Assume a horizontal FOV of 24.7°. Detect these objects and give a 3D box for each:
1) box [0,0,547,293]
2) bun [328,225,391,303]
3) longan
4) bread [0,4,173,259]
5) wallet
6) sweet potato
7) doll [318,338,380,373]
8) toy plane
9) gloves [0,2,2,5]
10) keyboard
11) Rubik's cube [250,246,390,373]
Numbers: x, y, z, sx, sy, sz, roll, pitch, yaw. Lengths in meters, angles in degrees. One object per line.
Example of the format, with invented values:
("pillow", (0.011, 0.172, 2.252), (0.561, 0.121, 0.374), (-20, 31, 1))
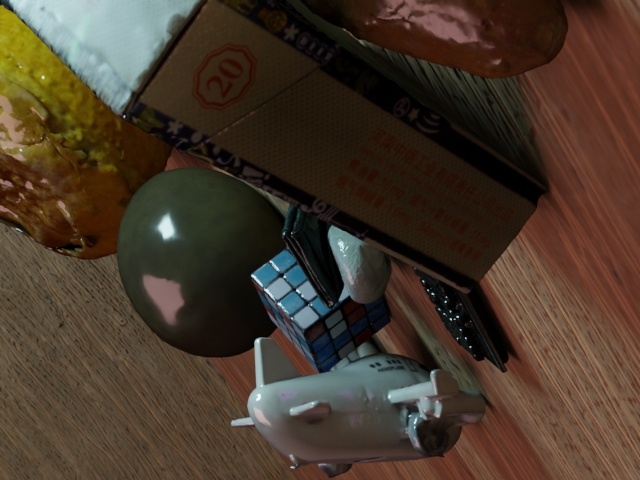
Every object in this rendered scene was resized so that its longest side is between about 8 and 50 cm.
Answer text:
("box", (-0.031, -0.092, 0.804), (0.310, 0.084, 0.198), (26, -166, -50))
("bun", (0.036, 0.016, 1.265), (0.083, 0.045, 0.083), (-24, -90, -88))
("longan", (-0.125, 0.024, 1.601), (0.220, 0.197, 0.196), (65, 167, -10))
("bread", (-0.348, -0.136, 1.797), (0.358, 0.204, 0.337), (-4, 131, 52))
("wallet", (0.000, 0.000, 1.317), (0.088, 0.026, 0.129), (59, -163, -19))
("sweet potato", (-0.011, -0.177, 0.744), (0.354, 0.095, 0.106), (48, 141, 28))
("doll", (0.031, 0.139, 1.623), (0.227, 0.075, 0.102), (58, -173, 25))
("toy plane", (0.035, 0.160, 1.383), (0.252, 0.252, 0.118), (97, 171, -75))
("gloves", (-0.391, -0.289, 1.921), (0.164, 0.124, 0.203), (17, 134, 1))
("keyboard", (0.082, 0.008, 1.127), (0.230, 0.025, 0.094), (59, 170, -32))
("Rubik's cube", (0.001, 0.057, 1.436), (0.092, 0.092, 0.092), (45, 168, 31))
